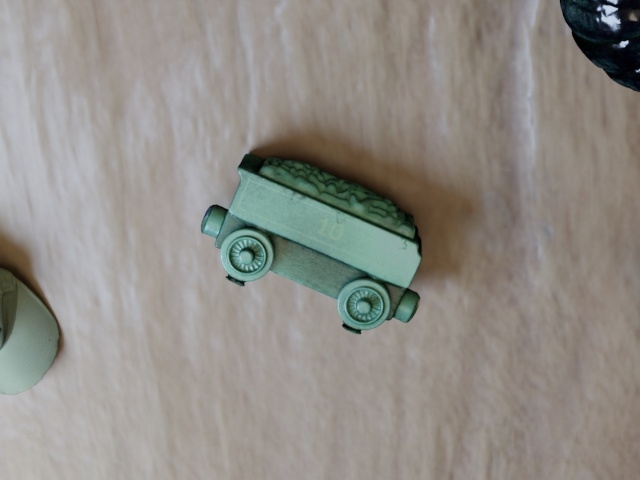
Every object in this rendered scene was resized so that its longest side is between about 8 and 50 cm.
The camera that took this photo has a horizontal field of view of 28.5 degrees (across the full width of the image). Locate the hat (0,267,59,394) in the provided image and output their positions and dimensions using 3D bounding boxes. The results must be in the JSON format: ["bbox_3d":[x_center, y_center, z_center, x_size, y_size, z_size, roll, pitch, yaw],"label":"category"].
[{"bbox_3d":[-0.293,0.065,0.997,0.122,0.081,0.166,-24,119,20],"label":"hat"}]

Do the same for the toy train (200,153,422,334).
[{"bbox_3d":[0.000,0.000,0.927,0.172,0.070,0.099,23,105,-3],"label":"toy train"}]

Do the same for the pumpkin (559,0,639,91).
[{"bbox_3d":[0.240,-0.178,0.773,0.194,0.150,0.194,0,93,4],"label":"pumpkin"}]
